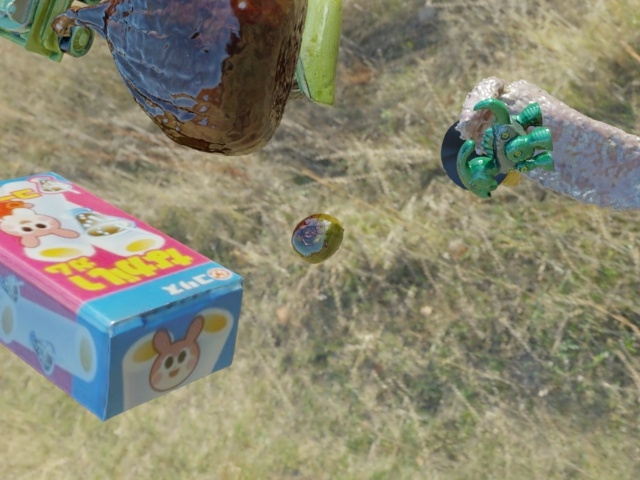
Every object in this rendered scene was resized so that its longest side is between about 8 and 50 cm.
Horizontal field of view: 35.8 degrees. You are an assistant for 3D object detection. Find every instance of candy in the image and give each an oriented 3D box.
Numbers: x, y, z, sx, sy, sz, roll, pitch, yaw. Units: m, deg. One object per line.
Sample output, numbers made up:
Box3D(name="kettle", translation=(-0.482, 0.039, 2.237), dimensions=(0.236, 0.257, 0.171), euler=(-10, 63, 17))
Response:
Box3D(name="candy", translation=(-0.232, 0.038, 0.932), dimensions=(0.305, 0.157, 0.100), euler=(25, 118, 34))

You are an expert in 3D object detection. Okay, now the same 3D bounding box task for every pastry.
Box3D(name="pastry", translation=(0.279, -0.115, 1.175), dimensions=(0.103, 0.265, 0.112), euler=(-63, 12, 11))

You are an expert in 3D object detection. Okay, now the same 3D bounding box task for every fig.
Box3D(name="fig", translation=(0.000, 0.000, 1.584), dimensions=(0.082, 0.098, 0.084), euler=(24, 84, 27))
Box3D(name="fig", translation=(-0.107, -0.149, 0.676), dimensions=(0.201, 0.134, 0.146), euler=(23, 93, 14))

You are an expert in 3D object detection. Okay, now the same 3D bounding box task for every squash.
Box3D(name="squash", translation=(-0.010, -0.278, 1.296), dimensions=(0.075, 0.090, 0.200), euler=(6, 92, 13))

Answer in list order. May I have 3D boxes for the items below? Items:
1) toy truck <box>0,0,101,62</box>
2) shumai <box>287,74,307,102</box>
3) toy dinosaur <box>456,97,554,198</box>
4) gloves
Box3D(name="toy truck", translation=(-0.311, -0.349, 1.140), dimensions=(0.128, 0.135, 0.260), euler=(26, 95, 18))
Box3D(name="shumai", translation=(-0.082, -0.329, 1.675), dimensions=(0.166, 0.205, 0.176), euler=(28, 125, 43))
Box3D(name="toy dinosaur", translation=(0.181, -0.095, 0.997), dimensions=(0.096, 0.132, 0.059), euler=(-17, 47, 7))
Box3D(name="gloves", translation=(0.302, -0.154, 1.642), dimensions=(0.116, 0.294, 0.133), euler=(24, 109, 21))
